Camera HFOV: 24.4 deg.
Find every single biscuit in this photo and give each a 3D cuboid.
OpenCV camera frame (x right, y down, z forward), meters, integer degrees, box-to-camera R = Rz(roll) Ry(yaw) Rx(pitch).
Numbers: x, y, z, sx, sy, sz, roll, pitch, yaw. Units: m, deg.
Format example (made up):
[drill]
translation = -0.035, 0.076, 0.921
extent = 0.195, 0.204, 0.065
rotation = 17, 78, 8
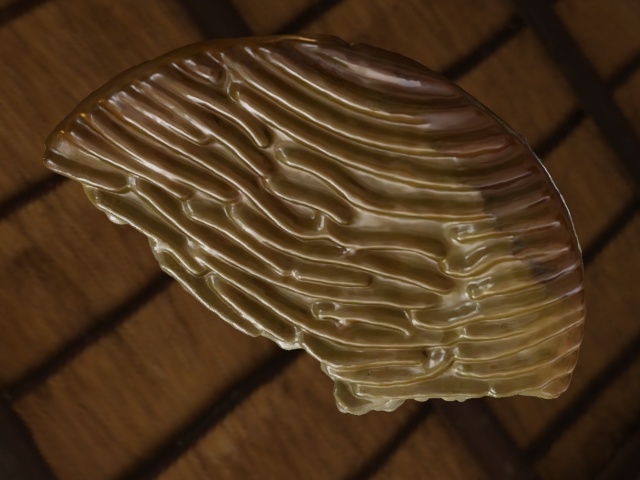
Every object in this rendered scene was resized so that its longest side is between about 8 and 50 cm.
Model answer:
[biscuit]
translation = 0.000, 0.001, 0.604
extent = 0.031, 0.229, 0.176
rotation = -88, 4, -61
